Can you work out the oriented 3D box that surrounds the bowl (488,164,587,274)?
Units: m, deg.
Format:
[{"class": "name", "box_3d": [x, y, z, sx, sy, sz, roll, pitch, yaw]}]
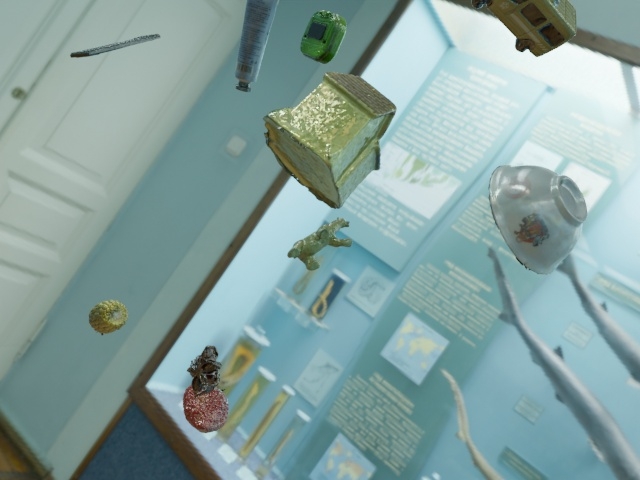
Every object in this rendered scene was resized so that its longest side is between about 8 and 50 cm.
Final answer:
[{"class": "bowl", "box_3d": [0.642, -0.088, 1.819, 0.345, 0.346, 0.157, 35, -40, -26]}]

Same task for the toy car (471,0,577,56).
[{"class": "toy car", "box_3d": [0.415, -0.491, 1.320, 0.256, 0.101, 0.124, 28, -31, -35]}]

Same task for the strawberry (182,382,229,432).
[{"class": "strawberry", "box_3d": [-0.305, 0.446, 1.706, 0.131, 0.131, 0.148, 35, 41, -33]}]

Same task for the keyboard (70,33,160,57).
[{"class": "keyboard", "box_3d": [-0.434, -0.416, 1.380, 0.061, 0.013, 0.204, 6, 28, 33]}]

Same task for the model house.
[{"class": "model house", "box_3d": [0.035, -0.278, 1.658, 0.261, 0.266, 0.321, 41, -11, 18]}]

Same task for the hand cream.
[{"class": "hand cream", "box_3d": [-0.162, -0.491, 1.578, 0.088, 0.256, 0.055, 21, 23, 13]}]

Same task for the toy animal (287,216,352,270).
[{"class": "toy animal", "box_3d": [0.000, 0.000, 1.941, 0.103, 0.218, 0.101, 57, -4, -25]}]

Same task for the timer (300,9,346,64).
[{"class": "timer", "box_3d": [0.004, -0.525, 1.664, 0.047, 0.128, 0.140, 14, 17, -39]}]

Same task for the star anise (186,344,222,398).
[{"class": "star anise", "box_3d": [-0.272, 0.321, 1.506, 0.070, 0.191, 0.097, -1, 57, -37]}]

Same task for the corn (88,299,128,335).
[{"class": "corn", "box_3d": [-0.705, 0.250, 2.149, 0.115, 0.115, 0.318, 35, -24, -18]}]
